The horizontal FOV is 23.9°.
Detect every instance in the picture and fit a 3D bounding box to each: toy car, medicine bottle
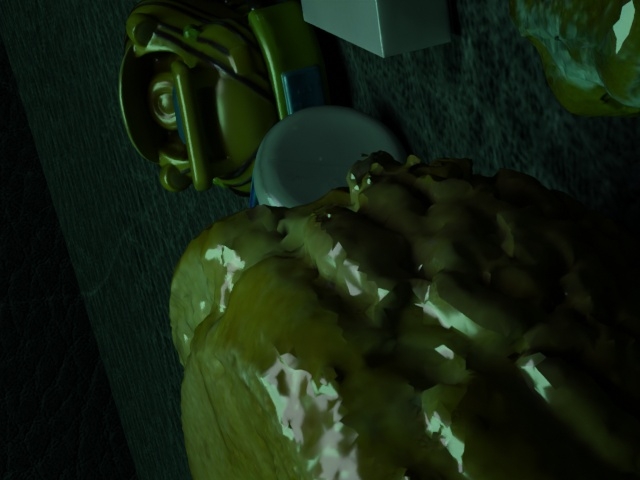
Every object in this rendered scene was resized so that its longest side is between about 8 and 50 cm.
[{"bbox_3d":[-0.084,-0.113,1.171,0.248,0.142,0.200,-152,49,-66],"label":"toy car"},{"bbox_3d":[0.000,0.000,1.065,0.191,0.107,0.107,101,149,-58],"label":"medicine bottle"}]

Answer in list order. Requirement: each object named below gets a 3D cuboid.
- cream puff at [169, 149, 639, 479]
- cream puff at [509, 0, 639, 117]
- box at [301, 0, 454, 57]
[{"bbox_3d":[0.079,0.116,0.693,0.343,0.231,0.327,51,156,45],"label":"cream puff"},{"bbox_3d":[0.139,-0.105,0.528,0.146,0.116,0.146,-169,90,-71],"label":"cream puff"},{"bbox_3d":[0.025,-0.188,0.902,0.129,0.051,0.130,-140,37,-63],"label":"box"}]
